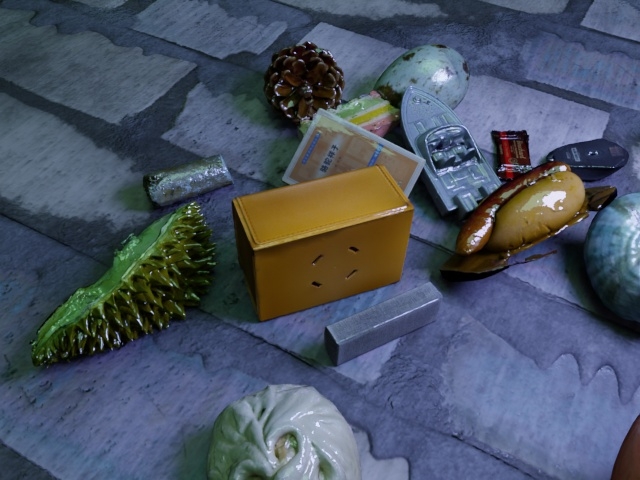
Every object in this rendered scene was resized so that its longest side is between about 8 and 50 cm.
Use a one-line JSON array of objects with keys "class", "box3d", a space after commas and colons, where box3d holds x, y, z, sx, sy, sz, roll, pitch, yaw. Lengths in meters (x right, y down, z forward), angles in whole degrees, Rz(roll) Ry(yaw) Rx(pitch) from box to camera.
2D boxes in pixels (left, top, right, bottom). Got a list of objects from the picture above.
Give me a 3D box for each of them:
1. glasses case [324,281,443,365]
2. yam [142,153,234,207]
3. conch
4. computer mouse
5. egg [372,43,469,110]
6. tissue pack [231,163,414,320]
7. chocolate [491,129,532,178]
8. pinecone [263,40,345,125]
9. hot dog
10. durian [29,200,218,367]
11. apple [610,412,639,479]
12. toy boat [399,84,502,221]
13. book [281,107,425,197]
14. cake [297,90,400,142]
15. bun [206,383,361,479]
[{"class": "glasses case", "box3d": [0.105, 0.136, 0.989, 0.204, 0.071, 0.047, -21, 51, -19]}, {"class": "yam", "box3d": [-0.262, -0.120, 1.188, 0.179, 0.078, 0.078, -18, 53, -19]}, {"class": "conch", "box3d": [0.585, 0.019, 1.060, 0.220, 0.195, 0.277, 52, 37, 6]}, {"class": "computer mouse", "box3d": [0.579, -0.171, 1.290, 0.172, 0.057, 0.099, -3, 51, 10]}, {"class": "egg", "box3d": [0.227, -0.352, 1.351, 0.231, 0.169, 0.169, -23, 52, 0]}, {"class": "tissue pack", "box3d": [0.000, 0.000, 1.025, 0.274, 0.194, 0.145, -14, 47, -15]}, {"class": "chocolate", "box3d": [0.428, -0.192, 1.317, 0.086, 0.028, 0.183, 1, 48, 7]}, {"class": "pinecone", "box3d": [-0.033, -0.345, 1.331, 0.185, 0.169, 0.212, -19, 39, -1]}, {"class": "hot dog", "box3d": [0.360, -0.052, 1.060, 0.326, 0.107, 0.194, -34, 15, -22]}, {"class": "durian", "box3d": [-0.319, 0.057, 0.986, 0.198, 0.163, 0.394, 30, 61, 24]}, {"class": "apple", "box3d": [0.511, 0.341, 0.661, 0.363, 0.364, 0.364, 1, 49, -2]}, {"class": "toy boat", "box3d": [0.253, -0.191, 1.216, 0.141, 0.092, 0.320, -20, 70, -18]}, {"class": "book", "box3d": [0.065, -0.139, 1.176, 0.241, 0.018, 0.170, 27, 87, 7]}, {"class": "cake", "box3d": [0.063, -0.236, 1.284, 0.225, 0.090, 0.109, -28, 57, -19]}, {"class": "bun", "box3d": [-0.051, 0.295, 0.808, 0.230, 0.133, 0.231, 2, 52, -2]}]
